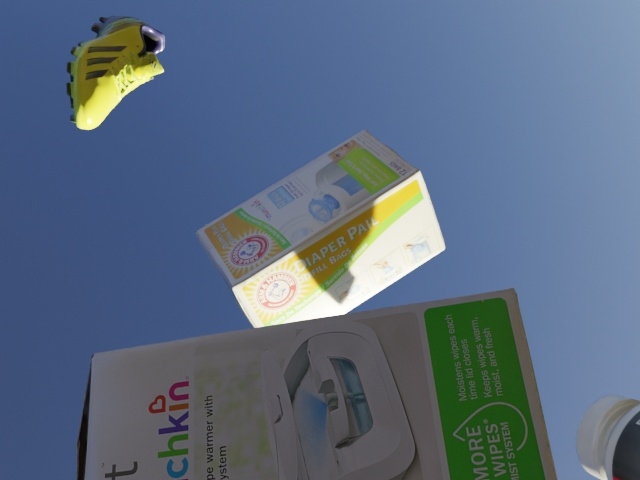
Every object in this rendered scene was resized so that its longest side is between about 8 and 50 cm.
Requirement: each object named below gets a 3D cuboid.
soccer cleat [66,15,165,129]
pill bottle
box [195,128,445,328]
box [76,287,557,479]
[{"bbox_3d":[-0.304,-0.261,1.084,0.121,0.093,0.289,9,-141,-7],"label":"soccer cleat"},{"bbox_3d":[0.515,0.325,1.014,0.161,0.283,0.161,-3,-84,-24],"label":"pill bottle"},{"bbox_3d":[0.000,0.000,0.699,0.114,0.203,0.103,49,168,51],"label":"box"},{"bbox_3d":[0.017,0.152,0.450,0.262,0.231,0.126,62,-160,-60],"label":"box"}]
